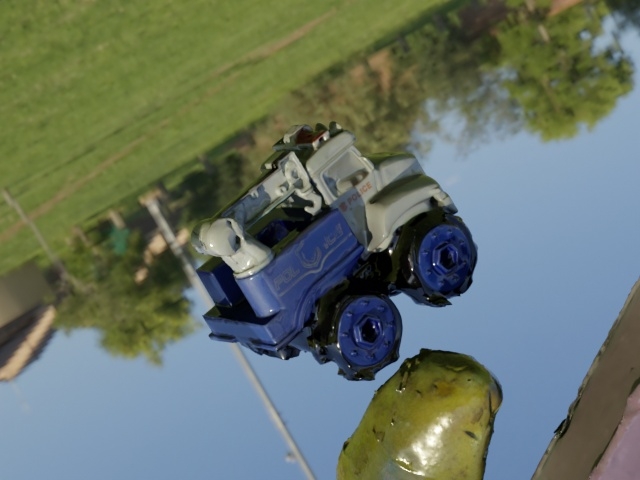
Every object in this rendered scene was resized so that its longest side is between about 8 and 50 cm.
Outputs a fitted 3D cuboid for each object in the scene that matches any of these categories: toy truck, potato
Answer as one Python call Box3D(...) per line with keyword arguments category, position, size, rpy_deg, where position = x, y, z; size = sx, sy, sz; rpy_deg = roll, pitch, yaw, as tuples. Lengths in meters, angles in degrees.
Box3D(category="toy truck", position=(0.000, 0.000, 0.932), size=(0.213, 0.177, 0.161), rpy_deg=(-42, -158, -26))
Box3D(category="potato", position=(0.065, 0.152, 0.791), size=(0.085, 0.105, 0.188), rpy_deg=(-27, 146, -51))

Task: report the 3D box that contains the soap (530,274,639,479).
Box3D(category="soap", position=(0.327, 0.198, 0.926), size=(0.296, 0.285, 0.107), rpy_deg=(-64, -167, 4))
